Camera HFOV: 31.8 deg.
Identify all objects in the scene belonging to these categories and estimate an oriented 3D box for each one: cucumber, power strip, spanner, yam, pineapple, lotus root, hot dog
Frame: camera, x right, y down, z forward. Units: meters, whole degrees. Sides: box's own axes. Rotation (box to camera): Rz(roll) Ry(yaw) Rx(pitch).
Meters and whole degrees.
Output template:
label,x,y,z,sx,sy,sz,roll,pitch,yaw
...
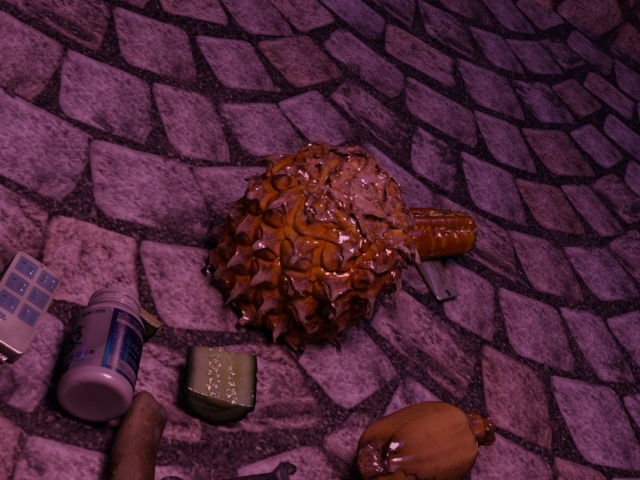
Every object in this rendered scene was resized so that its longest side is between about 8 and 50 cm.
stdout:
label,x,y,z,sx,sy,sz,roll,pitch,yaw
cucumber,-0.300,0.115,1.754,0.107,0.035,0.067,38,4,-2
cucumber,-0.161,0.221,1.742,0.116,0.062,0.115,17,39,-18
power strip,-0.444,0.095,1.641,0.081,0.035,0.192,39,34,-18
spanner,-0.129,0.360,1.656,0.254,0.015,0.054,2,49,-41
yam,-0.261,0.335,1.519,0.067,0.071,0.317,-4,39,9
pineapple,0.000,0.001,1.940,0.352,0.300,0.352,27,41,-25
lotus root,0.162,0.343,1.840,0.303,0.131,0.146,-8,79,-45
hot dog,0.201,-0.018,2.280,0.269,0.072,0.115,-7,53,-25

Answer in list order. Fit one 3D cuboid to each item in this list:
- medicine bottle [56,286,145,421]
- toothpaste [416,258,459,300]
label,x,y,z,sx,sy,sz,roll,pitch,yaw
medicine bottle,-0.313,0.161,1.630,0.107,0.107,0.191,25,37,-19
toothpaste,0.203,0.017,2.320,0.067,0.037,0.255,-10,59,-41
